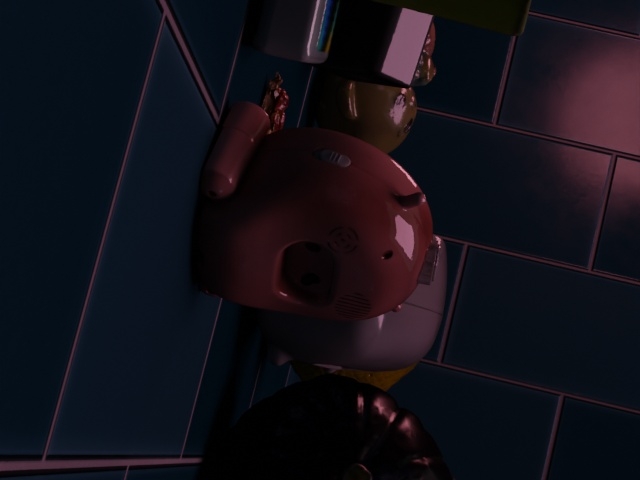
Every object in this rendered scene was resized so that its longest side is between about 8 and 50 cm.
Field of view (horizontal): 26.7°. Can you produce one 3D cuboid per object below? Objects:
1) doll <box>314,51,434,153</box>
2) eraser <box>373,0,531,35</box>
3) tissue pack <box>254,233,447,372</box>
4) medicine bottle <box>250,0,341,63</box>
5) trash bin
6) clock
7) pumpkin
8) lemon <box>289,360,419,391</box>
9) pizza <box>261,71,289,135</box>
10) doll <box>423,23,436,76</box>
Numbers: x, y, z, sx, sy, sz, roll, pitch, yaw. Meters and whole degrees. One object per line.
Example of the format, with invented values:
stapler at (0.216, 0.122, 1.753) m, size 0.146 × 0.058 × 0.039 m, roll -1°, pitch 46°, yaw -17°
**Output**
doll at (0.081, -0.249, 2.153) m, size 0.177 × 0.161 × 0.261 m, roll 70°, pitch 26°, yaw -45°
eraser at (0.113, -0.350, 1.487) m, size 0.210 × 0.274 × 0.092 m, roll 97°, pitch 9°, yaw -54°
tissue pack at (0.047, 0.080, 1.942) m, size 0.333 × 0.229 × 0.236 m, roll 20°, pitch 79°, yaw -67°
medicine bottle at (-0.008, -0.295, 1.349) m, size 0.121 × 0.083 × 0.229 m, roll -60°, pitch 164°, yaw -79°
trash bin at (0.088, -0.343, 1.908) m, size 0.176 × 0.101 × 0.236 m, roll 16°, pitch -90°, yaw 49°
clock at (0.000, 0.000, 1.355) m, size 0.227 × 0.241 × 0.142 m, roll 99°, pitch 9°, yaw -54°
pumpkin at (0.009, 0.374, 1.878) m, size 0.266 × 0.363 × 0.363 m, roll 129°, pitch -21°, yaw -60°
lemon at (0.051, 0.113, 2.246) m, size 0.268 × 0.268 × 0.322 m, roll -69°, pitch 149°, yaw -60°
pizza at (-0.059, -0.128, 1.568) m, size 0.100 × 0.029 × 0.099 m, roll 95°, pitch 10°, yaw -60°
doll at (0.109, -0.399, 2.447) m, size 0.201 × 0.156 × 0.303 m, roll 55°, pitch 8°, yaw -26°
